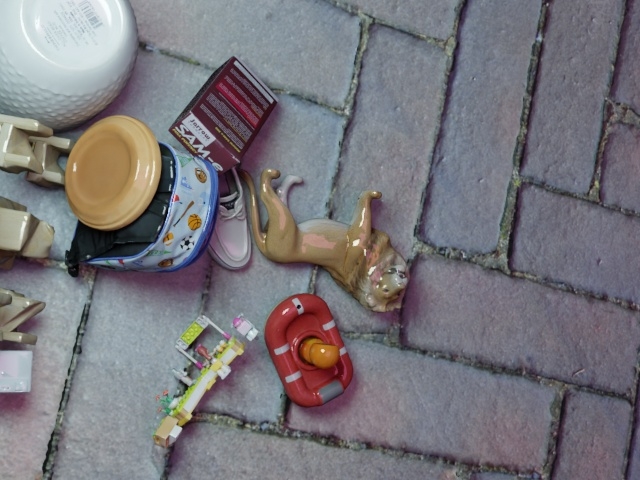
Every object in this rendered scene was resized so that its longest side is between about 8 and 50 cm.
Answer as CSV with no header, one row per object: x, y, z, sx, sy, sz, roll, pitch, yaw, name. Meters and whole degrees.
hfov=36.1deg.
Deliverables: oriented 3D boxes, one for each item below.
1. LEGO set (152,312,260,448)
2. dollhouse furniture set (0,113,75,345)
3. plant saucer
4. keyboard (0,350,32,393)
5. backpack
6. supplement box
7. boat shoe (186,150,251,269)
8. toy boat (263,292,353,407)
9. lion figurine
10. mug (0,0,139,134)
-0.243,0.244,1.843,0.107,0.132,0.287,42,79,-9,LEGO set
-0.607,-0.041,1.580,0.256,0.394,0.362,11,83,9,dollhouse furniture set
-0.357,-0.117,1.647,0.037,0.200,0.200,21,77,-61,plant saucer
-0.607,0.218,1.622,0.256,0.014,0.072,4,81,-29,keyboard
-0.301,-0.054,1.745,0.213,0.263,0.276,13,83,-40,backpack
-0.178,-0.237,1.846,0.130,0.073,0.239,46,36,-16,supplement box
-0.187,-0.073,1.892,0.096,0.088,0.267,-13,93,-25,boat shoe
-0.012,0.216,1.928,0.151,0.151,0.231,-27,99,-23,toy boat
0.000,0.000,1.968,0.392,0.142,0.240,12,91,-10,lion figurine
-0.462,-0.379,1.645,0.276,0.328,0.374,-23,98,-24,mug
